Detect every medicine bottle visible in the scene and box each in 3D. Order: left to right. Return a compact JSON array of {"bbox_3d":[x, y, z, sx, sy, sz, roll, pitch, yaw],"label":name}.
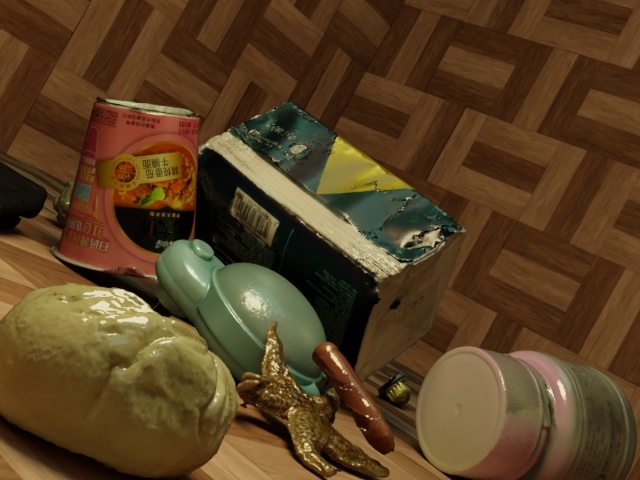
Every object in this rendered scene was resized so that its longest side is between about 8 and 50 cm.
[{"bbox_3d":[0.327,0.297,1.506,0.301,0.241,0.241,19,4,-32],"label":"medicine bottle"}]

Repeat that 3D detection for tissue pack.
[{"bbox_3d":[0.000,0.000,1.550,0.416,0.253,0.264,39,-41,28],"label":"tissue pack"}]

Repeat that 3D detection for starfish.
[{"bbox_3d":[-0.010,0.196,1.068,0.235,0.062,0.277,36,8,-30],"label":"starfish"}]

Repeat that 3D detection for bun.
[{"bbox_3d":[-0.141,0.094,0.667,0.188,0.111,0.164,26,-3,-20],"label":"bun"}]

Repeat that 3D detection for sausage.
[{"bbox_3d":[0.041,0.186,1.116,0.158,0.036,0.042,54,16,25],"label":"sausage"}]

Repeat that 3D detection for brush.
[{"bbox_3d":[0.177,0.333,2.068,0.060,0.068,0.297,49,1,12],"label":"brush"}]

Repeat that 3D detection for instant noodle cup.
[{"bbox_3d":[-0.289,-0.086,1.464,0.243,0.255,0.244,10,10,-2],"label":"instant noodle cup"}]

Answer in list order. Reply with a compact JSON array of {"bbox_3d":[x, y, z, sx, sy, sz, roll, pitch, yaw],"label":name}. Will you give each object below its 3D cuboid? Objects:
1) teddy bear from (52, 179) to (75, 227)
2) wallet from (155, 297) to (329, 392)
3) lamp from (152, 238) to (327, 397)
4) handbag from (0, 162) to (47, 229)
[{"bbox_3d":[-0.359,-0.025,1.975,0.367,0.224,0.357,44,-5,-10],"label":"teddy bear"},{"bbox_3d":[-0.129,0.139,1.598,0.309,0.077,0.223,31,2,-9],"label":"wallet"},{"bbox_3d":[-0.103,0.105,1.265,0.284,0.147,0.209,27,5,7],"label":"lamp"},{"bbox_3d":[-0.547,-0.103,1.348,0.275,0.088,0.244,32,1,-2],"label":"handbag"}]
